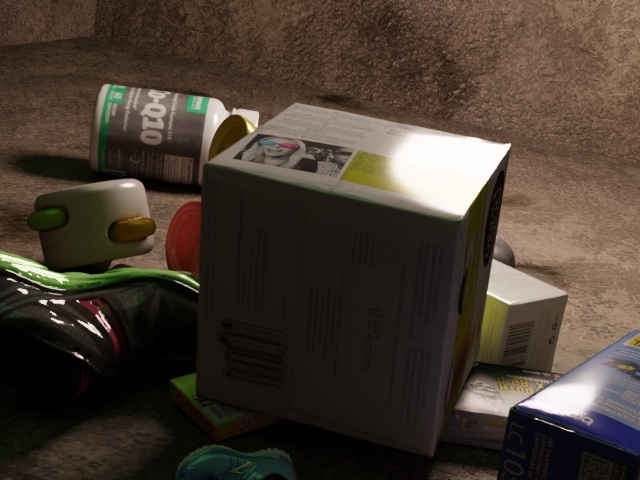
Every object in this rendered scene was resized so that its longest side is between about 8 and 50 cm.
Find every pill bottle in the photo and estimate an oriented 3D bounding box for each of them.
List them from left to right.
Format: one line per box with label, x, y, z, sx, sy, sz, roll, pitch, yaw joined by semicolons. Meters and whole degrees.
pill bottle;-0.328;-0.231;2.625;0.360;0.204;0.204;7;18;-4

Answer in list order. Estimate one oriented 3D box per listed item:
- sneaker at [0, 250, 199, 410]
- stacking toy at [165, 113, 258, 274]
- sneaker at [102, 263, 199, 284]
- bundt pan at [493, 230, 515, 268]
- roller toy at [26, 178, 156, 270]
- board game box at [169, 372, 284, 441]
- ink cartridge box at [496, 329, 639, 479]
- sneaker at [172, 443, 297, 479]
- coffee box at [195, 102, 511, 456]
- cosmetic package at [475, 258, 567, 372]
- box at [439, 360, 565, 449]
sneaker;-0.332;0.143;1.599;0.482;0.185;0.202;7;55;-33
stacking toy;-0.126;-0.026;2.002;0.130;0.309;0.279;15;26;-36
sneaker;-0.284;0.084;1.913;0.192;0.064;0.086;9;17;19
bundt pan;0.224;0.025;2.230;0.330;0.124;0.331;8;18;-3
roller toy;-0.385;-0.021;2.000;0.209;0.146;0.191;-11;2;-4
board game box;-0.071;0.207;1.636;0.259;0.039;0.124;-14;32;-35
ink cartridge box;0.302;0.281;1.241;0.151;0.270;0.395;18;20;31
sneaker;-0.098;0.285;1.382;0.162;0.063;0.073;0;23;-25
coffee box;0.051;0.036;1.595;0.338;0.338;0.334;12;24;16
cosmetic package;0.272;0.130;1.882;0.151;0.151;0.183;-7;25;-40
box;0.280;0.243;1.693;0.231;0.056;0.183;8;17;0
